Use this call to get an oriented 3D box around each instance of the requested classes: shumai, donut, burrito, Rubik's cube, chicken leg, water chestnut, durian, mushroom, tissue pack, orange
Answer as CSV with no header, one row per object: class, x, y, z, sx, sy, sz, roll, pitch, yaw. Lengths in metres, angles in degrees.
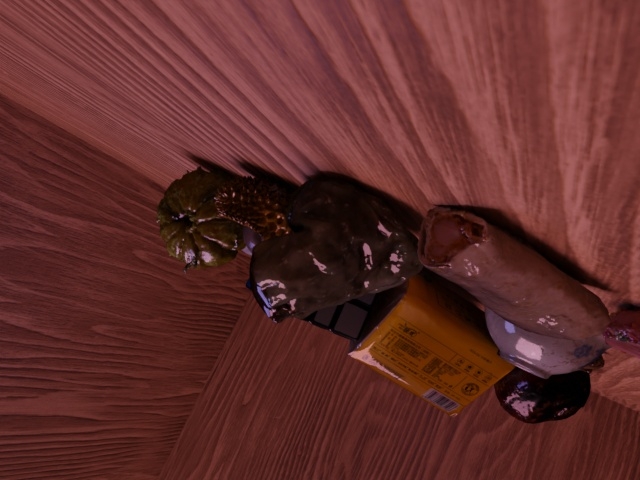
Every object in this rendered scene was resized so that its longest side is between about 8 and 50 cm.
shumai,0.005,0.057,0.793,0.303,0.263,0.309,33,159,23
donut,0.508,0.146,0.645,0.116,0.065,0.166,23,172,9
burrito,0.290,0.058,0.633,0.299,0.105,0.143,30,168,-21
Rubik's cube,-0.006,0.088,1.200,0.293,0.284,0.288,26,173,-28
chicken leg,0.706,0.319,1.190,0.196,0.081,0.125,22,-175,37
water chestnut,0.852,0.536,1.603,0.350,0.350,0.303,33,-148,-44
durian,-0.140,-0.093,0.996,0.249,0.183,0.138,24,142,5
mushroom,-0.151,-0.044,1.143,0.117,0.188,0.141,29,-173,-11
tissue pack,0.313,0.288,1.212,0.381,0.293,0.228,32,-153,-9
orange,-0.350,-0.065,1.254,0.301,0.300,0.223,48,-171,5

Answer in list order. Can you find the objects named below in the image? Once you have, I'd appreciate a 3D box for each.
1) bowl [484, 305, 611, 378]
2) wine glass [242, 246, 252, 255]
bowl,0.532,0.252,1.025,0.313,0.146,0.313,25,172,4
wine glass,-0.273,-0.053,1.549,0.190,0.191,0.357,23,170,25
